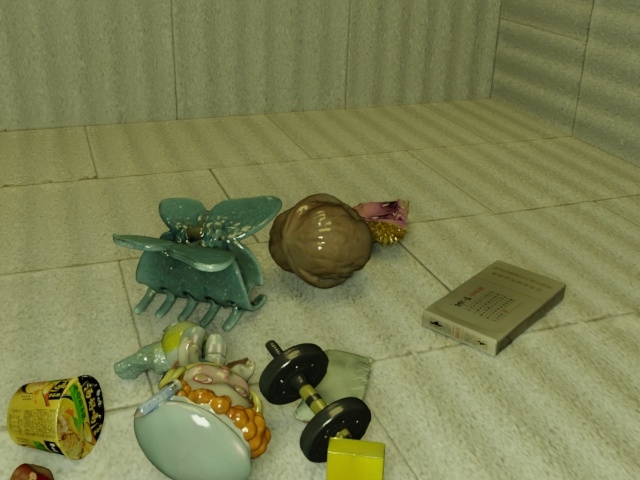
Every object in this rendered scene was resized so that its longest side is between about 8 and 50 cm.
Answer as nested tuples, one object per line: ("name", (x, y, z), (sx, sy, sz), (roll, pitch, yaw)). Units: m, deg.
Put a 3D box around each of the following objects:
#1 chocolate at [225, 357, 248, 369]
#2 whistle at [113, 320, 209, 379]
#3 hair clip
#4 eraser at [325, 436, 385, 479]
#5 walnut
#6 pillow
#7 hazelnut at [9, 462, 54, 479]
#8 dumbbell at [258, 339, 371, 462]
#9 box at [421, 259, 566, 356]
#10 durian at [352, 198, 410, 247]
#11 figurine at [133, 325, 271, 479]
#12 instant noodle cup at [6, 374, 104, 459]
("chocolate", (-0.178, 0.287, 1.574), (0.064, 0.031, 0.101), (-16, 21, 3))
("whistle", (-0.318, 0.247, 1.576), (0.223, 0.123, 0.123), (-19, 29, -9))
("hair clip", (-0.292, 0.058, 1.805), (0.318, 0.239, 0.392), (8, 28, 15))
("eraser", (0.057, 0.394, 1.254), (0.097, 0.123, 0.045), (6, 23, 7))
("walnut", (0.002, 0.001, 1.946), (0.273, 0.227, 0.273), (23, 12, -5))
("pillow", (0.031, 0.297, 1.543), (0.128, 0.051, 0.229), (4, 27, 12))
("hazelnut", (-0.482, 0.410, 1.245), (0.086, 0.087, 0.086), (1, 25, -1))
("dumbbell", (-0.011, 0.296, 1.382), (0.143, 0.143, 0.325), (-15, 44, -31))
("box", (0.435, 0.157, 1.866), (0.204, 0.051, 0.365), (22, 32, 35))
("durian", (0.175, -0.049, 2.237), (0.191, 0.112, 0.341), (-5, 16, 7))
("figurine", (-0.202, 0.301, 1.366), (0.224, 0.205, 0.382), (32, 15, -6))
("instant noodle cup", (-0.483, 0.320, 1.369), (0.122, 0.152, 0.151), (-4, 23, 17))
